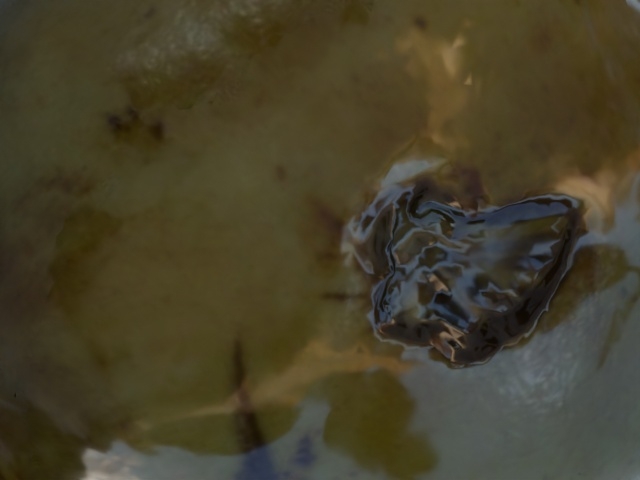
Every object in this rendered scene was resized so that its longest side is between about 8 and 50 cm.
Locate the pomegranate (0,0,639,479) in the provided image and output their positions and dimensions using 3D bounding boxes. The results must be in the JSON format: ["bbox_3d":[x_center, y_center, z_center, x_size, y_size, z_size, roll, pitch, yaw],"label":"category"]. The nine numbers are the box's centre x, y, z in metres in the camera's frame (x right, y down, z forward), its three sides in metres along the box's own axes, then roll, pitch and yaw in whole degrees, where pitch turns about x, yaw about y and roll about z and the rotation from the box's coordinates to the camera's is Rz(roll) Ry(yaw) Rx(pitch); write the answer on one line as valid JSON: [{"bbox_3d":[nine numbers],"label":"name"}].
[{"bbox_3d":[0.000,0.000,0.666,0.332,0.332,0.332,-37,-170,8],"label":"pomegranate"}]
